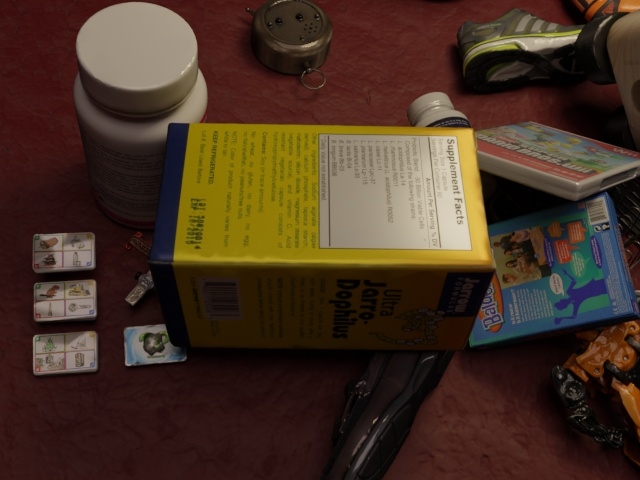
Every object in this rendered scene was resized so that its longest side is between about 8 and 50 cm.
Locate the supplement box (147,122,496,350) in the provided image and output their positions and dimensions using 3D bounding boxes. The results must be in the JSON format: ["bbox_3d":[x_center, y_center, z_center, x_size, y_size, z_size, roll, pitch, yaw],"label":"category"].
[{"bbox_3d":[0.000,0.000,0.920,0.356,0.195,0.194,1,56,-1],"label":"supplement box"}]

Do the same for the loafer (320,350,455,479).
[{"bbox_3d":[0.076,0.187,0.970,0.095,0.109,0.302,21,51,25],"label":"loafer"}]

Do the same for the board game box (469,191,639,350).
[{"bbox_3d":[0.286,0.044,1.019,0.210,0.047,0.160,-16,69,27],"label":"board game box"}]

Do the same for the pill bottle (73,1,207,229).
[{"bbox_3d":[-0.223,-0.149,0.997,0.160,0.283,0.160,4,60,-7],"label":"pill bottle"}]

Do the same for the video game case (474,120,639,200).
[{"bbox_3d":[0.312,-0.116,1.080,0.204,0.025,0.285,24,25,33],"label":"video game case"}]

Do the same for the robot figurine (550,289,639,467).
[{"bbox_3d":[0.436,0.202,0.998,0.291,0.085,0.211,42,84,15],"label":"robot figurine"}]

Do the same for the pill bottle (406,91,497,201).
[{"bbox_3d":[0.187,-0.132,1.163,0.094,0.094,0.169,-11,63,-15],"label":"pill bottle"}]

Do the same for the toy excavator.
[{"bbox_3d":[0.672,-0.215,1.179,0.445,0.222,0.433,-24,101,-11],"label":"toy excavator"}]

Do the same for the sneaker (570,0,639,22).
[{"bbox_3d":[0.602,-0.444,1.408,0.321,0.124,0.180,-20,69,-7],"label":"sneaker"}]

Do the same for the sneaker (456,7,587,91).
[{"bbox_3d":[0.363,-0.333,1.303,0.300,0.111,0.121,-7,58,-15],"label":"sneaker"}]

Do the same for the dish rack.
[{"bbox_3d":[0.390,-0.029,1.148,0.271,0.074,0.208,-34,71,-24],"label":"dish rack"}]

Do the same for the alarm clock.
[{"bbox_3d":[-0.038,-0.317,1.256,0.129,0.064,0.192,-16,67,-17],"label":"alarm clock"}]

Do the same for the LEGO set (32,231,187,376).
[{"bbox_3d":[-0.240,0.076,1.018,0.244,0.060,0.182,-4,73,-10],"label":"LEGO set"}]
